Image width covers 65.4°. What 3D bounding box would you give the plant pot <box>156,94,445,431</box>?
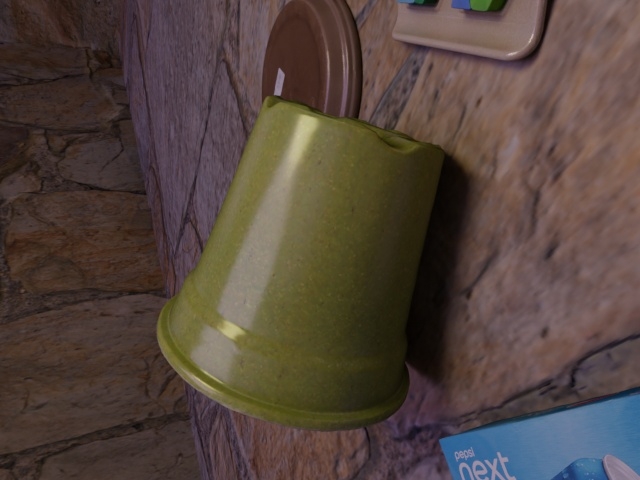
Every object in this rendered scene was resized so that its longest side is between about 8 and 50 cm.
[{"bbox_3d":[0.000,0.000,0.511,0.276,0.276,0.253,40,117,54],"label":"plant pot"}]

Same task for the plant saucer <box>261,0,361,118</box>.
[{"bbox_3d":[-0.028,-0.223,0.732,0.278,0.041,0.277,20,113,61],"label":"plant saucer"}]

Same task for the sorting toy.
[{"bbox_3d":[0.116,-0.270,0.419,0.193,0.038,0.208,44,140,52],"label":"sorting toy"}]

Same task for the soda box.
[{"bbox_3d":[0.181,0.156,0.356,0.210,0.067,0.071,-51,50,55],"label":"soda box"}]
